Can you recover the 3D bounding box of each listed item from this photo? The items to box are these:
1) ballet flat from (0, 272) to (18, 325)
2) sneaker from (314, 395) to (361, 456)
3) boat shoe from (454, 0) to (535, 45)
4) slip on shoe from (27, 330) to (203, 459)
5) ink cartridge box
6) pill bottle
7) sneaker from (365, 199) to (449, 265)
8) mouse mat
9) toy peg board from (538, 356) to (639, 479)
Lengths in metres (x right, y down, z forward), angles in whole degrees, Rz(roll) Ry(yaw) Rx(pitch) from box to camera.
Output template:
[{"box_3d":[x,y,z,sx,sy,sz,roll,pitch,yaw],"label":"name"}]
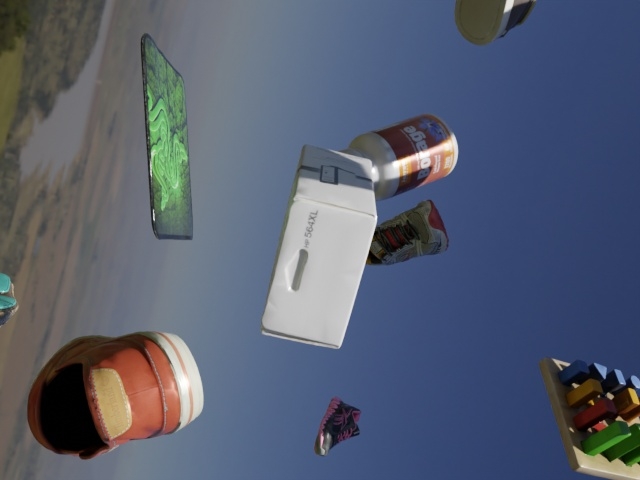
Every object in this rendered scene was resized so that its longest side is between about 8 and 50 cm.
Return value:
[{"box_3d":[-0.509,0.106,1.321,0.206,0.073,0.067,-142,-113,-71],"label":"ballet flat"},{"box_3d":[0.028,0.271,1.222,0.119,0.057,0.047,-55,164,-60],"label":"sneaker"},{"box_3d":[0.289,-0.433,1.210,0.116,0.097,0.324,41,-42,26],"label":"boat shoe"},{"box_3d":[-0.228,0.154,0.810,0.331,0.101,0.123,-21,-95,53],"label":"slip on shoe"},{"box_3d":[0.000,0.000,0.890,0.203,0.086,0.148,-86,-171,-69],"label":"ink cartridge box"},{"box_3d":[0.124,-0.139,1.474,0.121,0.216,0.121,33,-45,42],"label":"pill bottle"},{"box_3d":[0.130,0.001,1.369,0.088,0.093,0.225,68,-25,7],"label":"sneaker"},{"box_3d":[-0.123,-0.076,0.702,0.190,0.007,0.152,-10,97,-89],"label":"mouse mat"},{"box_3d":[0.392,0.226,1.123,0.079,0.161,0.160,-47,-143,38],"label":"toy peg board"}]
